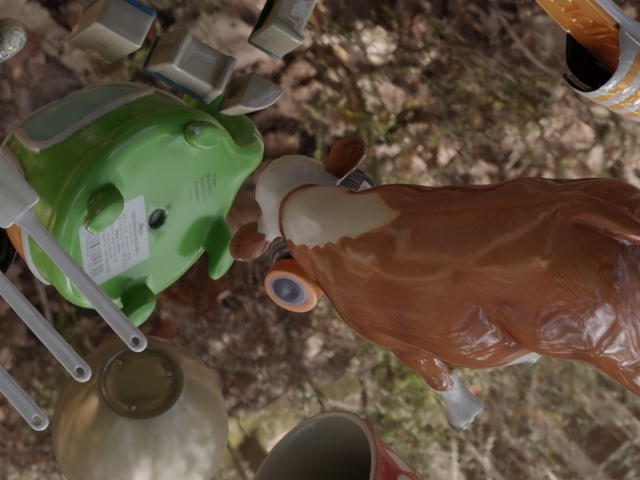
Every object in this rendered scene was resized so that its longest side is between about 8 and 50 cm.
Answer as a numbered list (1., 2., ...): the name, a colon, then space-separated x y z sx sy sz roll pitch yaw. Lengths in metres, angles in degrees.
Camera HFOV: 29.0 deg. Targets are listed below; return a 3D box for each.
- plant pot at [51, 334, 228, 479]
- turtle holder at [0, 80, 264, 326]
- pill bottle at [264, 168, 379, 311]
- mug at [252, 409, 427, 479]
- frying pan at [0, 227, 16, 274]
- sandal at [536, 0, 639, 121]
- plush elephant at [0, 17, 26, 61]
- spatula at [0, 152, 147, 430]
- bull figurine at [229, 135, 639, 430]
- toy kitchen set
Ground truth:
1. plant pot: -0.280 0.259 1.933 0.284 0.284 0.191 -19 153 -19
2. turtle holder: -0.214 -0.083 1.383 0.320 0.227 0.243 -52 147 -11
3. pill bottle: 0.000 0.000 1.934 0.246 0.130 0.130 -59 150 -41
4. mug: 0.049 0.212 0.808 0.113 0.150 0.169 -43 123 8
5. frying pan: -0.548 0.057 1.944 0.197 0.326 0.053 -22 172 -6
6. sandal: 0.259 -0.178 1.182 0.265 0.102 0.076 38 78 -16
7. plush elephant: -0.603 -0.255 1.759 0.330 0.255 0.272 35 98 -21
8. spatula: -0.280 0.042 1.092 0.168 0.019 0.242 -40 95 11
9. bull figurine: 0.083 0.027 0.682 0.188 0.310 0.101 44 71 -27
10. toy kitchen set: -0.130 -0.240 1.315 0.207 0.122 0.166 28 78 -22
